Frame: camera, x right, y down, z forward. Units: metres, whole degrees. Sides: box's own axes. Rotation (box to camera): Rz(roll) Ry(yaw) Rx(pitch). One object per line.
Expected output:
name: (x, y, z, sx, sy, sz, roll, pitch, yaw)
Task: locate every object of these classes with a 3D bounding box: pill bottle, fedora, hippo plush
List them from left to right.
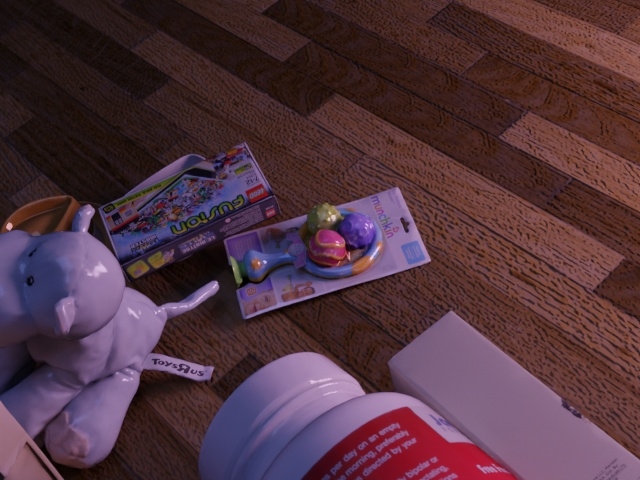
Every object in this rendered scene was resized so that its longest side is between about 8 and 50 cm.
fedora: (-0.360, 0.000, 1.301, 0.194, 0.079, 0.194, -6, 47, 6)
hippo plush: (-0.273, 0.106, 1.055, 0.294, 0.236, 0.234, 0, 64, 1)
pill bottle: (0.080, 0.278, 0.837, 0.229, 0.229, 0.407, -39, 51, -17)

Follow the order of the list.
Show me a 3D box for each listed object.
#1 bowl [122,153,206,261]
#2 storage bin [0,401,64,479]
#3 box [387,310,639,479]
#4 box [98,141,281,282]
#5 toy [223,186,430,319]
bowl: (-0.179, -0.036, 1.303, 0.142, 0.053, 0.142, -37, 49, -15)
storage bin: (-0.403, 0.242, 0.990, 0.260, 0.262, 0.123, 5, 50, 20)
box: (0.192, 0.197, 0.956, 0.094, 0.113, 0.275, -37, 51, -16)
box: (-0.165, -0.038, 1.241, 0.207, 0.036, 0.114, -25, 49, -7)
toy: (0.000, 0.000, 1.218, 0.237, 0.056, 0.137, -19, 49, 0)
